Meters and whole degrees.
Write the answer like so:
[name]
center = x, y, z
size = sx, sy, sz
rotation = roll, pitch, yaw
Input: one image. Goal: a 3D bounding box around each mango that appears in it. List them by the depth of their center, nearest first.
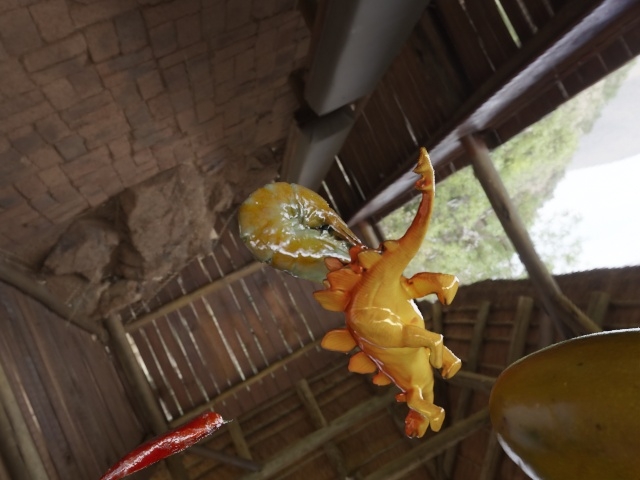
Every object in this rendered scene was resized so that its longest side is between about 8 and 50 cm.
[mango]
center = 0.227, 0.119, 0.365
size = 0.253, 0.138, 0.113
rotation = -26, -162, 52

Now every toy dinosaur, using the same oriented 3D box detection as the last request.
[toy dinosaur]
center = 0.049, 0.059, 0.456
size = 0.117, 0.288, 0.070
rotation = 9, -142, 29

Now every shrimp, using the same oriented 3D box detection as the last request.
[shrimp]
center = 0.001, -0.001, 0.702
size = 0.217, 0.115, 0.051
rotation = 24, 162, -19

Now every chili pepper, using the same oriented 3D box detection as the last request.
[chili pepper]
center = -0.186, 0.243, 0.675
size = 0.178, 0.027, 0.045
rotation = -21, 174, -32
